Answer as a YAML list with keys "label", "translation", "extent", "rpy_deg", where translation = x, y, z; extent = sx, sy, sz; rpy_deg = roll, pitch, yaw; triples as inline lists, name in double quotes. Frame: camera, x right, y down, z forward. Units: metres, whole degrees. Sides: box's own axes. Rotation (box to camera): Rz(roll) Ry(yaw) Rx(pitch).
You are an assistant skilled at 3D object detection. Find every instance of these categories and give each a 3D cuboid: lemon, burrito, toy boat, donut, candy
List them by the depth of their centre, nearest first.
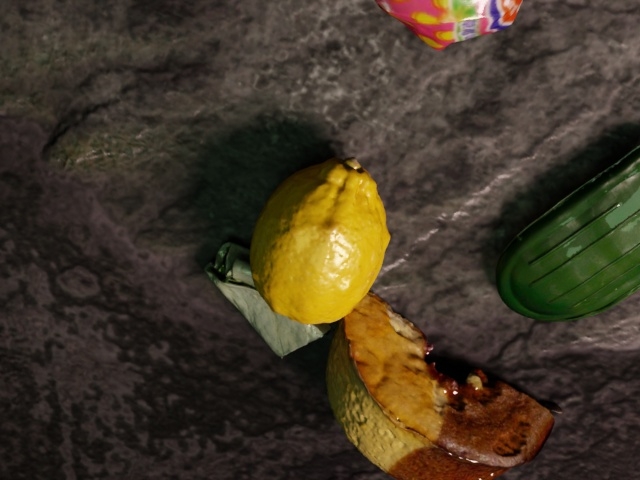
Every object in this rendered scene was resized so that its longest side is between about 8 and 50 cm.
- label: "candy"
  translation: [-0.014, -0.242, 1.503]
  extent: [0.365, 0.124, 0.124]
  rpy_deg: [17, 121, 15]
- label: "toy boat"
  translation: [0.232, 0.002, 1.596]
  extent: [0.104, 0.052, 0.210]
  rpy_deg: [44, 120, -15]
- label: "lemon"
  translation: [0.000, 0.000, 1.611]
  extent: [0.114, 0.114, 0.155]
  rpy_deg: [20, 116, 2]
- label: "donut"
  translation: [0.085, 0.147, 1.672]
  extent: [0.217, 0.141, 0.085]
  rpy_deg: [36, 128, -3]
- label: "burrito"
  translation: [-0.047, 0.049, 1.687]
  extent: [0.118, 0.044, 0.074]
  rpy_deg: [50, 143, -3]
